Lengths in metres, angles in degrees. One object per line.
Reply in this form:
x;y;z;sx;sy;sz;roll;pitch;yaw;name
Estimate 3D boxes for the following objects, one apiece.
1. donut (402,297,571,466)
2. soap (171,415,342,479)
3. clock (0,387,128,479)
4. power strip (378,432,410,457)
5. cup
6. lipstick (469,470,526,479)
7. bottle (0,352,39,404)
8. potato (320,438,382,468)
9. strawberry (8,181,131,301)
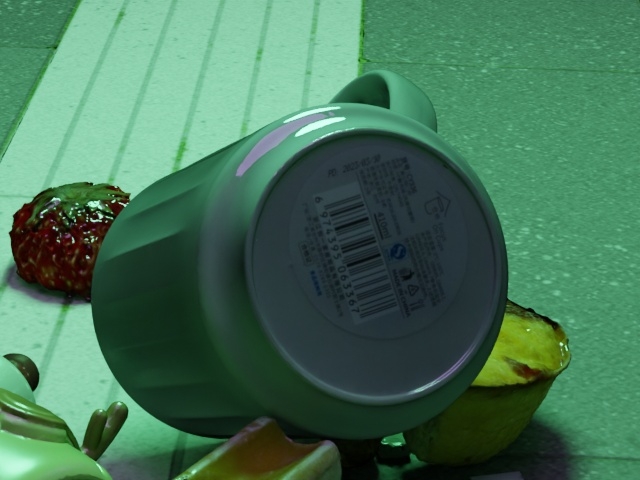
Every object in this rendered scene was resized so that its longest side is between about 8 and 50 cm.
0.113;0.096;1.618;0.151;0.112;0.295;11;24;-22;donut
-0.086;0.238;1.234;0.080;0.160;0.257;17;29;27;soap
-0.212;0.210;1.202;0.096;0.235;0.308;21;28;26;clock
0.056;0.156;1.601;0.027;0.017;0.083;1;24;-10;power strip
0.000;0.000;1.468;0.237;0.322;0.327;35;-18;-14;cup
0.107;0.201;1.496;0.107;0.025;0.025;-7;24;-5;lipstick
-0.293;0.152;1.477;0.104;0.104;0.245;12;26;20;bottle
0.026;0.158;1.564;0.051;0.040;0.083;-21;19;-4;potato
-0.232;-0.006;1.863;0.145;0.086;0.145;2;22;-1;strawberry
